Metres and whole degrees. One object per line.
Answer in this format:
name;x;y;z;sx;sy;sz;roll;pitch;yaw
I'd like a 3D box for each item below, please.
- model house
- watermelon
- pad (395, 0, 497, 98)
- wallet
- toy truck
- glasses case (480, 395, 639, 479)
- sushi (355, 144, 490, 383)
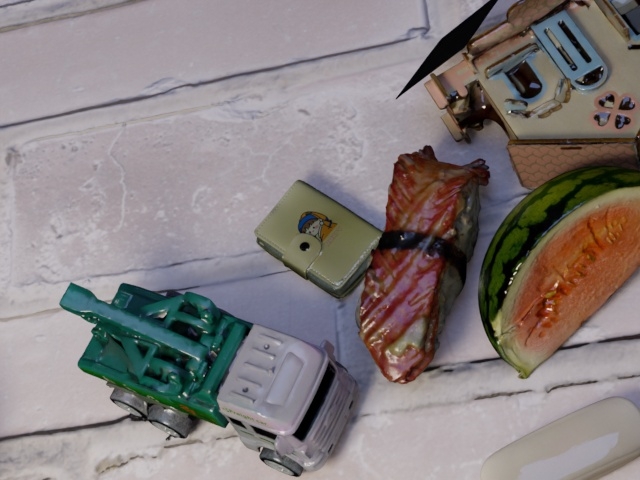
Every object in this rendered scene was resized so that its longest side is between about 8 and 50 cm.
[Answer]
model house;0.326;-0.180;1.844;0.326;0.169;0.244;-28;61;1
watermelon;0.284;0.003;1.746;0.303;0.128;0.159;-46;74;5
pad;0.172;-0.258;1.927;0.127;0.004;0.190;-35;13;38
wallet;0.000;0.000;1.928;0.155;0.039;0.110;33;74;28
toy truck;-0.143;0.156;1.817;0.363;0.178;0.177;19;71;22
glasses case;0.282;0.249;1.707;0.204;0.051;0.081;-25;61;4
sushi;0.122;0.024;1.835;0.124;0.130;0.332;12;74;17
